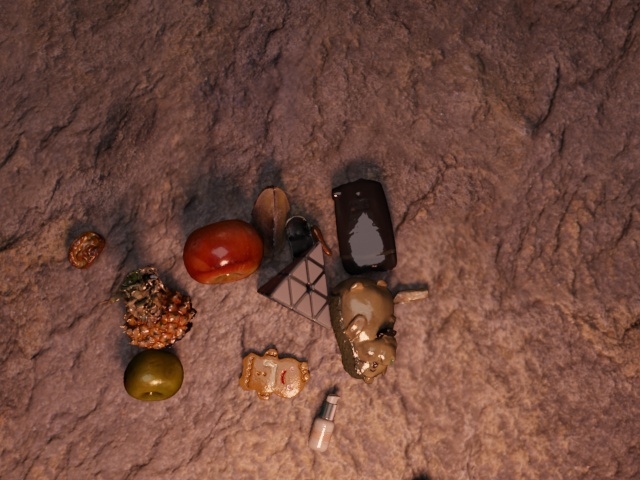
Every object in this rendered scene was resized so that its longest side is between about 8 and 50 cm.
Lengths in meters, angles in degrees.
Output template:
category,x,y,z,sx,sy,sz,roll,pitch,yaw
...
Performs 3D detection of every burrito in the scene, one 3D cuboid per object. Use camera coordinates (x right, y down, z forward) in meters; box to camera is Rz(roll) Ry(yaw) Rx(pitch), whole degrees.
category,x,y,z,sx,sy,sz,roll,pitch,yaw
burrito,0.319,0.203,1.784,0.149,0.041,0.055,-10,96,-1

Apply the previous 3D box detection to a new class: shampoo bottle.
category,x,y,z,sx,sy,sz,roll,pitch,yaw
shampoo bottle,0.015,0.630,1.712,0.074,0.074,0.192,17,84,2

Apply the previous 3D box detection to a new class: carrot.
category,x,y,z,sx,sy,sz,roll,pitch,yaw
carrot,0.000,0.000,1.814,0.035,0.035,0.142,-30,90,-4

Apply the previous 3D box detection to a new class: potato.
category,x,y,z,sx,sy,sz,roll,pitch,yaw
potato,-0.179,-0.073,1.807,0.120,0.100,0.261,7,98,36

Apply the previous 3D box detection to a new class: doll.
category,x,y,z,sx,sy,sz,roll,pitch,yaw
doll,0.152,0.301,1.675,0.247,0.247,0.349,0,92,0

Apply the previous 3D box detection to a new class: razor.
category,x,y,z,sx,sy,sz,roll,pitch,yaw
razor,0.155,-0.050,1.779,0.204,0.113,0.349,-10,83,1

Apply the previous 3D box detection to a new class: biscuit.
category,x,y,z,sx,sy,sz,roll,pitch,yaw
biscuit,-0.161,0.481,1.750,0.249,0.035,0.184,11,83,0

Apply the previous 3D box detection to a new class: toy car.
category,x,y,z,sx,sy,sz,roll,pitch,yaw
toy car,-0.071,0.010,1.792,0.095,0.056,0.204,-16,90,-16

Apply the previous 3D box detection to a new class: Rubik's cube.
category,x,y,z,sx,sy,sz,roll,pitch,yaw
Rubik's cube,-0.088,0.163,1.679,0.228,0.228,0.233,-6,44,-14

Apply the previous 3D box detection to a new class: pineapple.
category,x,y,z,sx,sy,sz,roll,pitch,yaw
pineapple,-0.576,0.197,1.630,0.263,0.271,0.262,-3,53,4

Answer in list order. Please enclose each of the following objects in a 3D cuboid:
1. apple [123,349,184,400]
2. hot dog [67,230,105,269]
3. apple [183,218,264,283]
category,x,y,z,sx,sy,sz,roll,pitch,yaw
apple,-0.567,0.459,1.678,0.197,0.196,0.156,-2,58,-1
hot dog,-0.853,0.035,1.787,0.099,0.065,0.147,39,82,-5
apple,-0.335,0.035,1.699,0.272,0.251,0.206,-17,78,10
